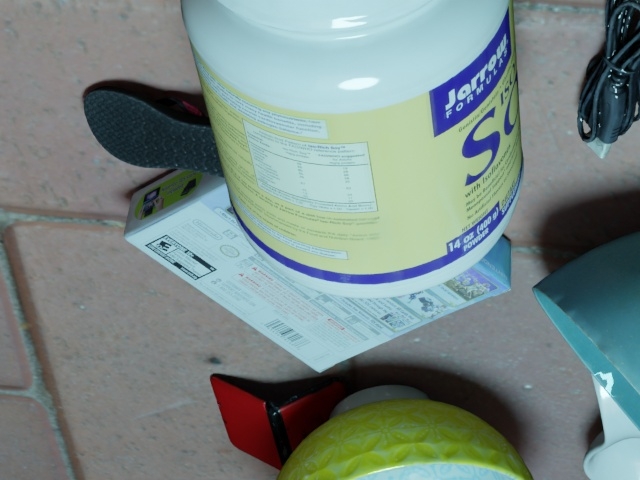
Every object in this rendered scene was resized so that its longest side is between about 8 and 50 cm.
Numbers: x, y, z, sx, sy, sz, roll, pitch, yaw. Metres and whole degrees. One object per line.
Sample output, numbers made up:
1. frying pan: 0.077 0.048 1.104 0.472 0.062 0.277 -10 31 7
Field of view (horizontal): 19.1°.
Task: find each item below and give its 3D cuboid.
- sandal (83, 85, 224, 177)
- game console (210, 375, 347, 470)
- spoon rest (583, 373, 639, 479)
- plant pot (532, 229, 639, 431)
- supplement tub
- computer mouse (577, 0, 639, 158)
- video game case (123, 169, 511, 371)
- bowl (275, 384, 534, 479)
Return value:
1. sandal: -0.122 -0.093 1.658 0.179 0.040 0.067 16 124 15
2. game console: -0.037 0.187 2.056 0.124 0.085 0.144 -25 143 -9
3. spoon rest: 0.322 0.195 1.950 0.137 0.084 0.276 -7 140 19
4. plant pot: 0.354 0.090 1.687 0.195 0.290 0.290 -40 133 0
5. supplement tub: 0.027 -0.139 1.421 0.241 0.241 0.331 0 143 9
6. computer mouse: 0.336 -0.092 1.513 0.272 0.072 0.188 22 141 9
7. video game case: 0.000 0.000 1.760 0.244 0.061 0.269 -25 133 36
8. bowl: 0.074 0.245 1.977 0.289 0.156 0.289 -7 142 -5
